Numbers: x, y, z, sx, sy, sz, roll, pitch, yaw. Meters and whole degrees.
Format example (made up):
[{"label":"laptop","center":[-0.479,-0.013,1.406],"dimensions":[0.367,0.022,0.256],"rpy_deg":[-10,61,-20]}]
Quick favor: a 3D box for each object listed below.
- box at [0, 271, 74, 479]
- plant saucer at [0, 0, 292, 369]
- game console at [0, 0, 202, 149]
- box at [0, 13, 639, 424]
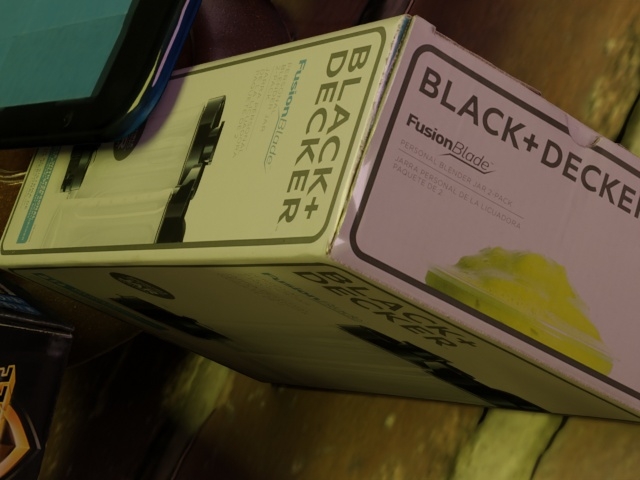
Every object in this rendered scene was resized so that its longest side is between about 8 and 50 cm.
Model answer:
[{"label":"box","center":[-0.229,0.124,0.750],"dimensions":[0.322,0.079,0.257],"rpy_deg":[22,97,62]},{"label":"plant saucer","center":[-0.161,-0.061,0.935],"dimensions":[0.310,0.050,0.311],"rpy_deg":[-18,50,22]},{"label":"game console","center":[-0.151,-0.190,0.706],"dimensions":[0.173,0.250,0.293],"rpy_deg":[-40,22,-27]},{"label":"box","center":[0.000,0.000,0.634],"dimensions":[0.290,0.169,0.087],"rpy_deg":[-2,65,56]}]
